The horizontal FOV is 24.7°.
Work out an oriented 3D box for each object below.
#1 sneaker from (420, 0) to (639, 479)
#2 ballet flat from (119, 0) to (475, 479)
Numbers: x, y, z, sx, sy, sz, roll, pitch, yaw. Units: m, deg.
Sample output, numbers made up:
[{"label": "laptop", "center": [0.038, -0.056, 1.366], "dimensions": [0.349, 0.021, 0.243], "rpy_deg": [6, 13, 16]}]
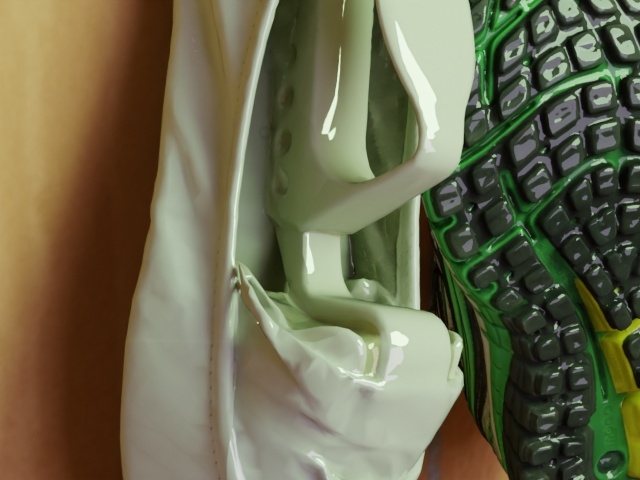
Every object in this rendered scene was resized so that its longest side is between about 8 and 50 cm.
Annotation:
[{"label": "sneaker", "center": [0.098, -0.004, 0.746], "dimensions": [0.134, 0.146, 0.343], "rpy_deg": [-18, 117, -16]}, {"label": "ballet flat", "center": [0.000, 0.000, 0.598], "dimensions": [0.139, 0.139, 0.400], "rpy_deg": [6, 84, -45]}]
